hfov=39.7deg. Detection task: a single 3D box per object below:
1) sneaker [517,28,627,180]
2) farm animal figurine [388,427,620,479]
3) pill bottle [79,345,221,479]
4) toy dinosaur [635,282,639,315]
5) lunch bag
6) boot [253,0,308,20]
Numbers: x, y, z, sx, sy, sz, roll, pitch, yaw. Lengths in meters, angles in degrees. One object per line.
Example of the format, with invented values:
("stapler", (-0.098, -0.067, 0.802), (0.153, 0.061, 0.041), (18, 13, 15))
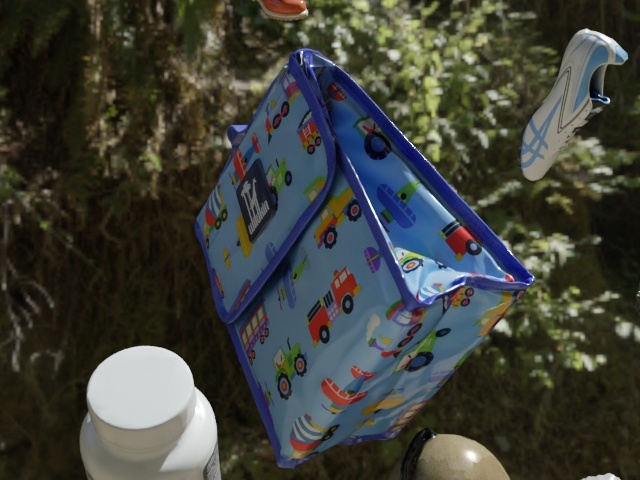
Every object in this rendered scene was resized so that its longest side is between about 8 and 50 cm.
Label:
("sneaker", (0.349, -0.178, 1.250), (0.086, 0.237, 0.085), (37, 38, 23))
("farm animal figurine", (0.138, 0.264, 0.744), (0.330, 0.172, 0.327), (-4, -42, 28))
("pill bottle", (-0.223, 0.293, 1.184), (0.176, 0.176, 0.319), (0, -47, -3))
("toy dinosaur", (0.506, 0.134, 1.163), (0.118, 0.064, 0.268), (-8, 27, 2))
("lunch bag", (0.000, 0.000, 0.753), (0.138, 0.293, 0.221), (-5, -39, -39))
("boot", (-0.074, -0.417, 1.446), (0.059, 0.085, 0.158), (-23, 49, -28))
